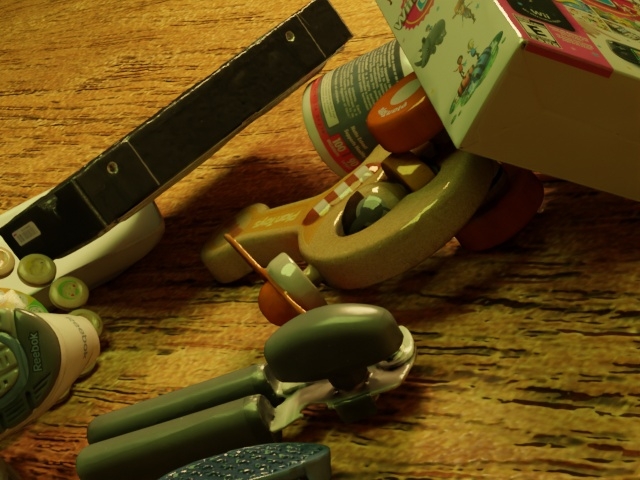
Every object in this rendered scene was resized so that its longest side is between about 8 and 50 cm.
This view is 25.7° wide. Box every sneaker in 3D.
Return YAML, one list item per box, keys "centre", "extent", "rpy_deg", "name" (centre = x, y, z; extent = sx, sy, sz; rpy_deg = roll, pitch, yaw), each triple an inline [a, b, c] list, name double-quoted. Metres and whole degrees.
- centre: [-0.300, 0.146, 1.147]
  extent: [0.297, 0.111, 0.129]
  rpy_deg: [-26, -8, 21]
  name: "sneaker"
- centre: [-0.079, 0.200, 0.889]
  extent: [0.232, 0.090, 0.081]
  rpy_deg: [-18, 13, -40]
  name: "sneaker"

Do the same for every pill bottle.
- centre: [0.083, -0.137, 1.328]
  extent: [0.180, 0.108, 0.108]
  rpy_deg: [-24, 22, 29]
  name: "pill bottle"

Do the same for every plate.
- centre: [-0.298, 0.017, 1.506]
  extent: [0.278, 0.045, 0.277]
  rpy_deg: [-27, 25, -3]
  name: "plate"

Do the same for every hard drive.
- centre: [-0.143, -0.103, 1.390]
  extent: [0.339, 0.064, 0.237]
  rpy_deg: [-42, 11, -30]
  name: "hard drive"

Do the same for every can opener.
- centre: [-0.059, 0.112, 1.030]
  extent: [0.280, 0.093, 0.074]
  rpy_deg: [-23, 25, 19]
  name: "can opener"

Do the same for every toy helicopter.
- centre: [0.000, 0.000, 1.189]
  extent: [0.355, 0.140, 0.235]
  rpy_deg: [-12, 35, 53]
  name: "toy helicopter"

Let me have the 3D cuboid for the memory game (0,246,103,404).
- centre: [-0.288, 0.077, 1.266]
  extent: [0.186, 0.012, 0.186]
  rpy_deg: [9, 49, -10]
  name: "memory game"

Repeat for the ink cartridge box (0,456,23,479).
- centre: [-0.308, 0.256, 1.057]
  extent: [0.179, 0.045, 0.145]
  rpy_deg: [-37, 23, 9]
  name: "ink cartridge box"

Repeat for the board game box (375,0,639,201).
- centre: [0.179, -0.155, 1.096]
  extent: [0.097, 0.224, 0.303]
  rpy_deg: [-64, 26, 25]
  name: "board game box"

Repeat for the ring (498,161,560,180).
- centre: [0.285, -0.157, 1.290]
  extent: [0.336, 0.032, 0.336]
  rpy_deg: [-22, 25, 11]
  name: "ring"
